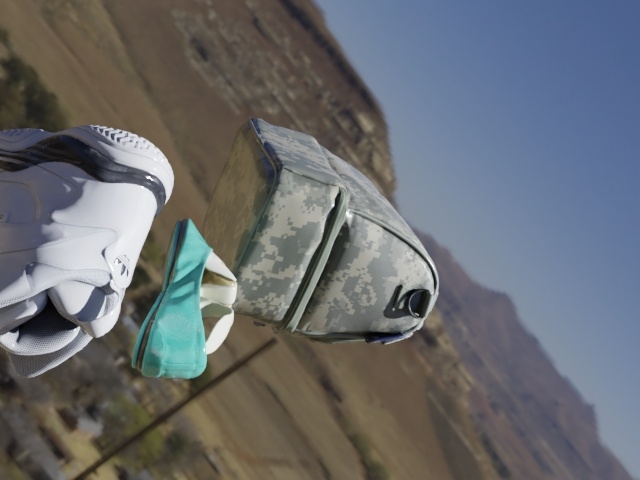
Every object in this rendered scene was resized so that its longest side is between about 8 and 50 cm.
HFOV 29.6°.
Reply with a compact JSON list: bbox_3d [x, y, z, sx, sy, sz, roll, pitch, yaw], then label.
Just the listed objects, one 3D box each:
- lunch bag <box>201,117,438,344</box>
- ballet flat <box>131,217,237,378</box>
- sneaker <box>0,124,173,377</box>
[{"bbox_3d":[0.000,0.000,1.552,0.256,0.212,0.305,17,15,-16],"label":"lunch bag"},{"bbox_3d":[-0.131,0.064,1.252,0.087,0.083,0.247,14,31,-5],"label":"ballet flat"},{"bbox_3d":[-0.327,0.010,1.151,0.137,0.366,0.210,63,29,-51],"label":"sneaker"}]
